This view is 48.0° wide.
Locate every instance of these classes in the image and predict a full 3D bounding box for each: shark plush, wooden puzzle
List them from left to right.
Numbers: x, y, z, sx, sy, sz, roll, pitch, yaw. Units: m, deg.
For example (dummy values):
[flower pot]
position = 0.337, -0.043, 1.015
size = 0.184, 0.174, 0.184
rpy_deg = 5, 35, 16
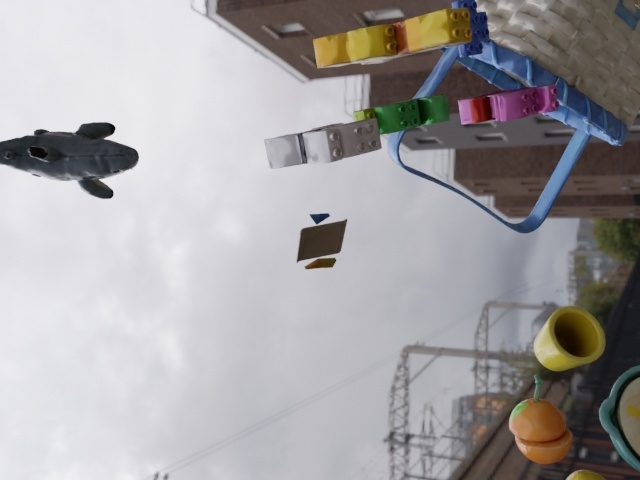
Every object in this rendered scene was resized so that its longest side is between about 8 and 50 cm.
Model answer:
[shark plush]
position = -0.247, -0.085, 0.649
size = 0.067, 0.161, 0.073
rpy_deg = -157, 82, -72
[wooden puzzle]
position = 0.000, 0.000, 0.988
size = 0.078, 0.014, 0.116
rpy_deg = -10, -39, -26

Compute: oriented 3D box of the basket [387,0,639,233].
[basket]
position = 0.239, -0.168, 0.834
size = 0.254, 0.201, 0.289
rpy_deg = 25, -82, -34

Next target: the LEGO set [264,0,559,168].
[LEGO set]
position = 0.076, -0.111, 0.468
size = 0.227, 0.093, 0.087
rpy_deg = -19, -76, -35

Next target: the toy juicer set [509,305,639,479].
[toy juicer set]
position = 0.361, 0.232, 0.779
size = 0.209, 0.329, 0.089
rpy_deg = -54, -6, -29
